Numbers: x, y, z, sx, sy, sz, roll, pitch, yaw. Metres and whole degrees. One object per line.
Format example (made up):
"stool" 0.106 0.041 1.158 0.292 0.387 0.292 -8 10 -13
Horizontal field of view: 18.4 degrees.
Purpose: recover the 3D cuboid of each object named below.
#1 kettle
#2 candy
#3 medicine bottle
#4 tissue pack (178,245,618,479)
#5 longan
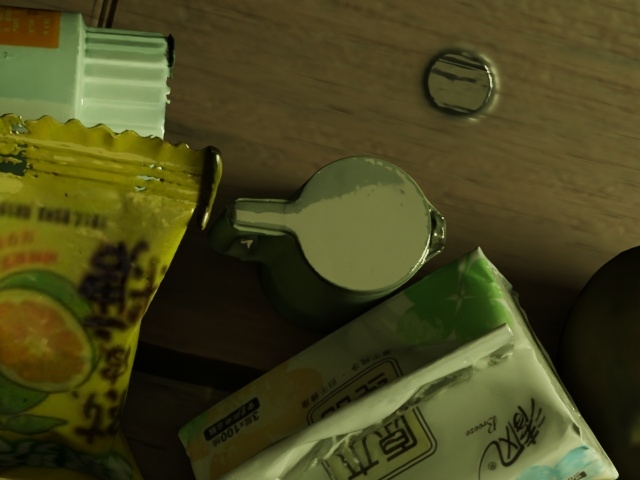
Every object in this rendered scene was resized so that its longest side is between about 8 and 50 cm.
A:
"kettle" 0.004 -0.004 1.268 0.127 0.148 0.098 36 78 -1
"candy" -0.169 0.059 1.204 0.187 0.081 0.297 9 117 -9
"medicine bottle" -0.256 -0.074 1.234 0.318 0.158 0.158 5 80 -8
"tissue pack" 0.033 0.120 1.195 0.229 0.145 0.159 -31 53 8
"longan" 0.245 0.104 1.264 0.198 0.198 0.212 -11 64 -11
